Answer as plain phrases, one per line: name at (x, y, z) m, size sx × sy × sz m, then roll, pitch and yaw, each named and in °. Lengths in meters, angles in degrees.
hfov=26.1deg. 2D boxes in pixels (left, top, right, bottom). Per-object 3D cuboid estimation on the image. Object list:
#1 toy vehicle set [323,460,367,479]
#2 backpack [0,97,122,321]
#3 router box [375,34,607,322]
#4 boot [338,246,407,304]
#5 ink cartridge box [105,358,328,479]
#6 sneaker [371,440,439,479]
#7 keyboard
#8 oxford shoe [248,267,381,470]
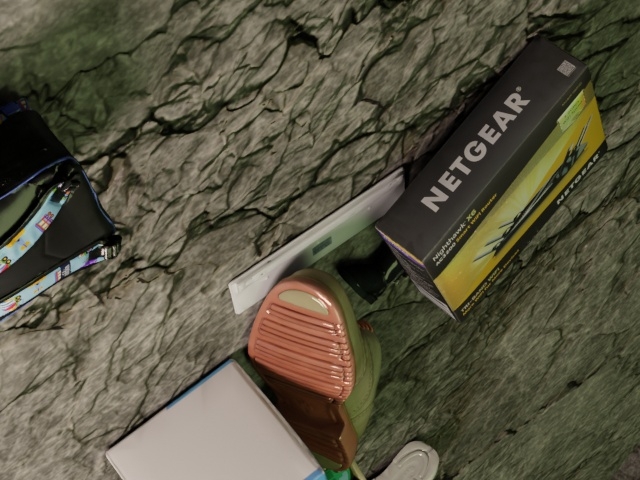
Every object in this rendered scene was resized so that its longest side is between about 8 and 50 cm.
toy vehicle set at (-0.060, 0.385, 1.949) m, size 0.267 × 0.166 × 0.035 m, roll -33°, pitch 180°, yaw -20°
backpack at (-0.271, -0.010, 1.132) m, size 0.173 × 0.117 × 0.158 m, roll -38°, pitch 153°, yaw -11°
router box at (0.220, -0.068, 1.708) m, size 0.309 × 0.081 × 0.243 m, roll -50°, pitch 154°, yaw -5°
boot at (0.080, 0.030, 1.748) m, size 0.099 × 0.045 × 0.121 m, roll -43°, pitch 158°, yaw 4°
ink cartridge box at (-0.110, 0.324, 1.751) m, size 0.198 × 0.197 × 0.270 m, roll -37°, pitch 153°, yaw -11°
sneaker at (0.110, 0.443, 2.357) m, size 0.235 × 0.090 × 0.095 m, roll -36°, pitch 162°, yaw -10°
keyboard at (0.000, 0.000, 1.635) m, size 0.256 × 0.014 × 0.072 m, roll -34°, pitch 157°, yaw -16°
oxford shoe at (0.004, 0.138, 1.754) m, size 0.146 × 0.140 × 0.397 m, roll -59°, pitch 162°, yaw -31°
